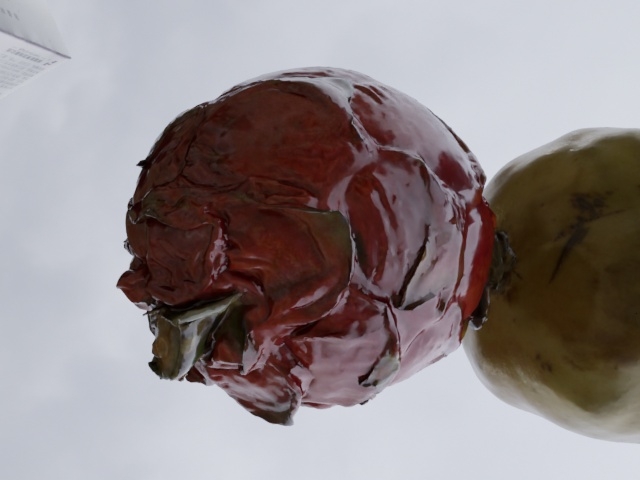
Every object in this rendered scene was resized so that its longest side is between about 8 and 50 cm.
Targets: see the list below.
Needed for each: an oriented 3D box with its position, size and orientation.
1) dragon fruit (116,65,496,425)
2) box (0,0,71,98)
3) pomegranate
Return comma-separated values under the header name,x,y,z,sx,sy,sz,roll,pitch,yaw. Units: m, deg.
name,x,y,z,sx,sy,sz,roll,pitch,yaw
dragon fruit,0.000,0.000,0.637,0.277,0.342,0.277,17,-62,37
box,-0.424,-0.218,0.835,0.194,0.260,0.111,-25,-93,11
pomegranate,0.306,0.046,0.828,0.332,0.332,0.332,-26,-126,42
